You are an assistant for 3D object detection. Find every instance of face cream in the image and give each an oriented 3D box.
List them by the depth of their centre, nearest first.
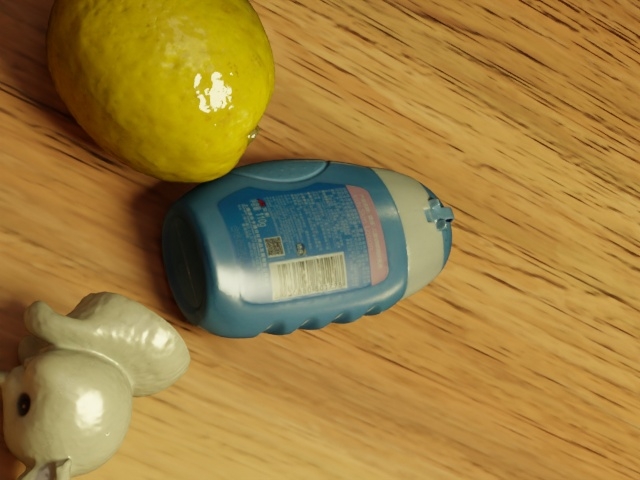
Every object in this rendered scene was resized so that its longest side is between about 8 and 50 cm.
[{"bbox_3d":[0.000,0.000,1.167,0.264,0.083,0.149,-8,77,-32],"label":"face cream"}]

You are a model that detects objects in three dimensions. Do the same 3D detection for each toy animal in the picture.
[{"bbox_3d":[-0.199,0.144,0.988,0.131,0.103,0.221,38,57,-14],"label":"toy animal"}]

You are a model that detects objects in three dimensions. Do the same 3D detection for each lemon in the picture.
[{"bbox_3d":[-0.129,-0.146,1.102,0.207,0.170,0.170,46,56,2],"label":"lemon"}]
